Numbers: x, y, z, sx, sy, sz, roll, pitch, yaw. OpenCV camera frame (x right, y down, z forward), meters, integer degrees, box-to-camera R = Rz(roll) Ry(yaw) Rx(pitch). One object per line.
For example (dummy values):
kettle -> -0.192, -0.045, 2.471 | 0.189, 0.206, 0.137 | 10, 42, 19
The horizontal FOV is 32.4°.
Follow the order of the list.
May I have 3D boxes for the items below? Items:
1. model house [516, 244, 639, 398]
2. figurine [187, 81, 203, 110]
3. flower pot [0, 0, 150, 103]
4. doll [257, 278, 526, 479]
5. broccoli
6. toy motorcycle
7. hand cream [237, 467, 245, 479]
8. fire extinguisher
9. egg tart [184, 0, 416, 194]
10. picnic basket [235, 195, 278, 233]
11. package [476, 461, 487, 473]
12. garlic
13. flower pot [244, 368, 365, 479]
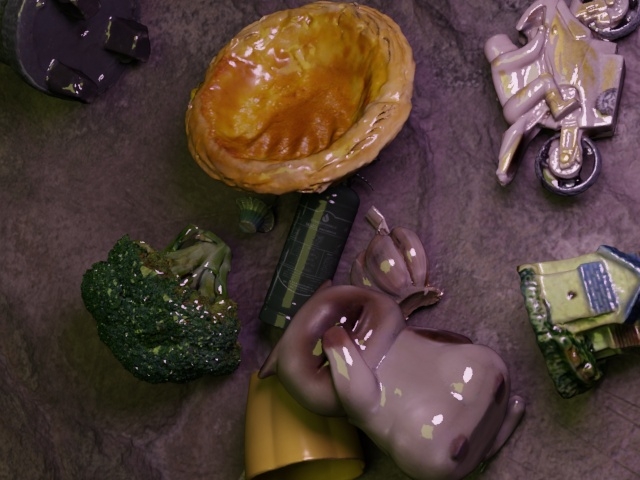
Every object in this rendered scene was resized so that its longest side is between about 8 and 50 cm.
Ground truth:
model house -> 0.398, 0.098, 1.504 | 0.189, 0.214, 0.195 | -21, 72, 23
figurine -> -0.142, -0.212, 1.896 | 0.178, 0.109, 0.129 | -3, 76, 6
flower pot -> -0.456, -0.410, 1.967 | 0.283, 0.299, 0.299 | 30, 98, 34
doll -> 0.105, 0.201, 1.577 | 0.370, 0.226, 0.215 | 30, 79, 10
broccoli -> -0.251, 0.097, 1.829 | 0.308, 0.308, 0.275 | 23, 70, 28
toy motorcycle -> 0.341, -0.237, 1.630 | 0.223, 0.108, 0.340 | 12, 82, 19
hand cream -> -0.118, 0.411, 1.826 | 0.065, 0.043, 0.170 | 35, 95, 20
fire extinguisher -> 0.000, 0.000, 1.789 | 0.114, 0.095, 0.311 | 18, 94, -1
egg tart -> -0.022, -0.209, 1.746 | 0.388, 0.169, 0.387 | -12, 53, 16
picnic basket -> -0.113, -0.049, 1.871 | 0.065, 0.083, 0.083 | -8, 42, 33
package -> 0.213, 0.308, 1.683 | 0.110, 0.015, 0.037 | 38, 107, 27
garlic -> 0.109, 0.018, 1.721 | 0.131, 0.127, 0.194 | -30, 54, 25
flower pot -> -0.036, 0.289, 1.729 | 0.195, 0.195, 0.179 | -23, 61, 23
